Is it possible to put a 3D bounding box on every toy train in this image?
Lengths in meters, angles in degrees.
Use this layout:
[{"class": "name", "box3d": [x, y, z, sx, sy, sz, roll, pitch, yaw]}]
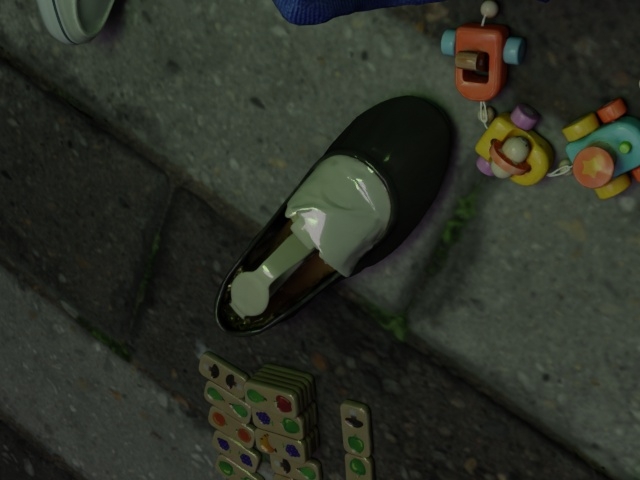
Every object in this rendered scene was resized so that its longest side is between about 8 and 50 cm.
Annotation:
[{"class": "toy train", "box3d": [0.153, -0.088, 0.626, 0.166, 0.046, 0.125, 18, 123, 25]}]

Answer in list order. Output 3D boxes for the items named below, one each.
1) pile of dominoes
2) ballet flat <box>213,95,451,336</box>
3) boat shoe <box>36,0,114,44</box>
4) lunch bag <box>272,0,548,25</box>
[{"class": "pile of dominoes", "box3d": [-0.039, 0.241, 0.930, 0.195, 0.040, 0.251, 10, 119, 29]}, {"class": "ballet flat", "box3d": [0.000, 0.000, 0.739, 0.095, 0.096, 0.280, 46, 130, 5]}, {"class": "boat shoe", "box3d": [-0.169, -0.250, 0.724, 0.075, 0.083, 0.226, 29, 126, 18]}, {"class": "lunch bag", "box3d": [0.015, -0.351, 0.448, 0.385, 0.238, 0.328, 51, 136, 30]}]
